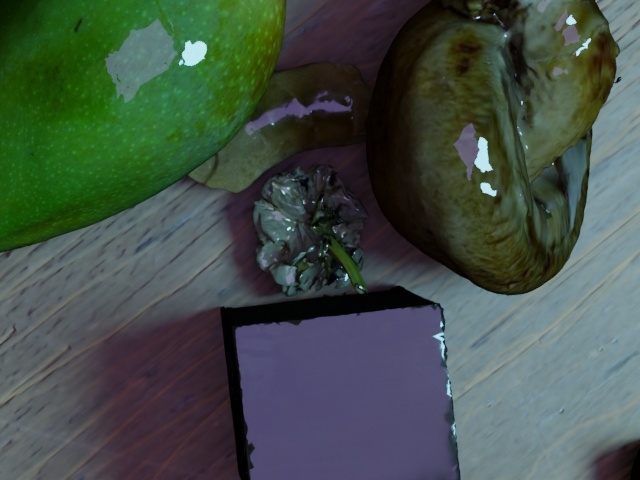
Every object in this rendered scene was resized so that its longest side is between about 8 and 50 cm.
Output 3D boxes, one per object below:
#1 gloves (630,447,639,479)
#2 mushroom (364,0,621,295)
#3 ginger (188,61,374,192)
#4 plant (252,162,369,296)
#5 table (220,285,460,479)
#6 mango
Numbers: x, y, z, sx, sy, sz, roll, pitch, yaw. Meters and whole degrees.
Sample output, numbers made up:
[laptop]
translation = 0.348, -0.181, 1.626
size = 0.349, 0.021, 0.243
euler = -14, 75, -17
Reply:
[gloves]
translation = 0.374, 0.311, 1.378
size = 0.197, 0.152, 0.301
euler = -7, 68, -1
[mushroom]
translation = 0.142, -0.110, 1.291
size = 0.195, 0.263, 0.283
euler = 25, 116, 25
[ginger]
translation = -0.033, -0.102, 1.353
size = 0.190, 0.069, 0.095
euler = -16, 88, -5
[plant]
translation = 0.000, 0.000, 1.334
size = 0.104, 0.122, 0.116
euler = -28, 122, -13
[table]
translation = 0.011, 0.137, 1.308
size = 0.169, 0.193, 0.172
euler = -6, 94, -7
[mango]
translation = -0.189, -0.122, 1.259
size = 0.382, 0.201, 0.225
euler = -41, 64, -2
